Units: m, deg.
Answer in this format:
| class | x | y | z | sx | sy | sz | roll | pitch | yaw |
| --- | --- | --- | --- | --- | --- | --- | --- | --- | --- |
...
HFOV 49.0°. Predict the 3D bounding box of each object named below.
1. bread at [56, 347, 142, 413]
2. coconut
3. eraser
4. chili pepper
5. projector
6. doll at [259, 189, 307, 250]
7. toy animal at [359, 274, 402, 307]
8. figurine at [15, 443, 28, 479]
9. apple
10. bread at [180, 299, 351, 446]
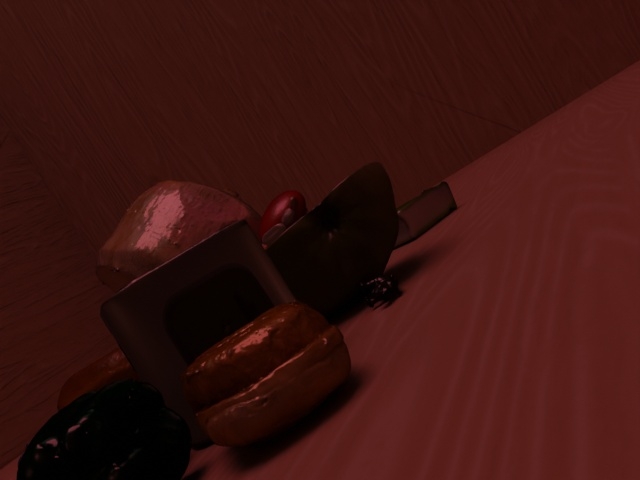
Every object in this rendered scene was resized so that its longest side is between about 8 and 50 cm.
| class | x | y | z | sx | sy | sz | roll | pitch | yaw |
| --- | --- | --- | --- | --- | --- | --- | --- | --- | --- |
| bread | -0.316 | 0.266 | 1.339 | 0.389 | 0.183 | 0.236 | -33 | -1 | 3 |
| coconut | -0.287 | 0.034 | 1.629 | 0.405 | 0.404 | 0.404 | -33 | 2 | 1 |
| eraser | 0.226 | -0.051 | 1.923 | 0.210 | 0.092 | 0.274 | -33 | 0 | -31 |
| chili pepper | -0.252 | 0.259 | 0.870 | 0.174 | 0.165 | 0.261 | -44 | -2 | 8 |
| projector | -0.171 | 0.142 | 1.095 | 0.248 | 0.249 | 0.248 | -33 | 2 | -22 |
| doll | -0.087 | -0.025 | 1.444 | 0.183 | 0.085 | 0.217 | -51 | 8 | 33 |
| toy animal | 0.103 | 0.082 | 1.195 | 0.065 | 0.047 | 0.135 | -25 | -3 | 1 |
| figurine | -0.526 | 0.447 | 1.290 | 0.144 | 0.114 | 0.178 | -44 | 10 | 35 |
| apple | 0.000 | 0.000 | 1.393 | 0.312 | 0.320 | 0.360 | 5 | -9 | -6 |
| bread | -0.064 | 0.159 | 0.844 | 0.198 | 0.120 | 0.236 | -31 | 2 | -13 |
